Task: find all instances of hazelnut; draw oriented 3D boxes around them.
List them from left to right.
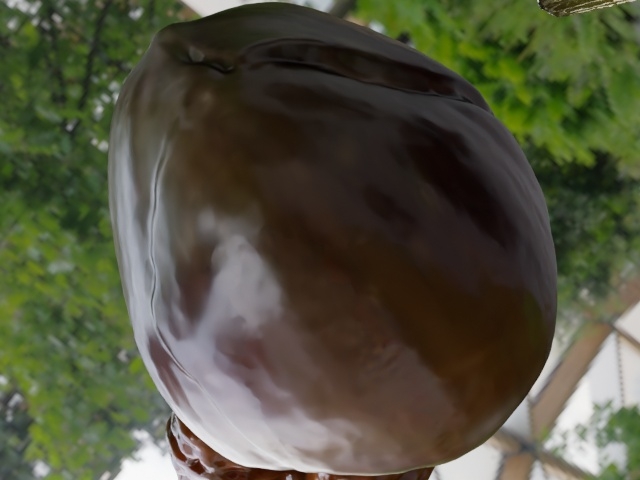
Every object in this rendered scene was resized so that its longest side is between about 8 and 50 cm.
[{"bbox_3d":[0.000,0.000,0.938,0.372,0.315,0.372,54,-176,-6],"label":"hazelnut"}]

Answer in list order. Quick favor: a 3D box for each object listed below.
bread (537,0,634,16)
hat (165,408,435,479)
[{"bbox_3d":[0.219,-0.256,0.962,0.132,0.114,0.190,54,-137,-32],"label":"bread"},{"bbox_3d":[0.015,0.131,1.382,0.285,0.285,0.400,38,-134,-11],"label":"hat"}]
